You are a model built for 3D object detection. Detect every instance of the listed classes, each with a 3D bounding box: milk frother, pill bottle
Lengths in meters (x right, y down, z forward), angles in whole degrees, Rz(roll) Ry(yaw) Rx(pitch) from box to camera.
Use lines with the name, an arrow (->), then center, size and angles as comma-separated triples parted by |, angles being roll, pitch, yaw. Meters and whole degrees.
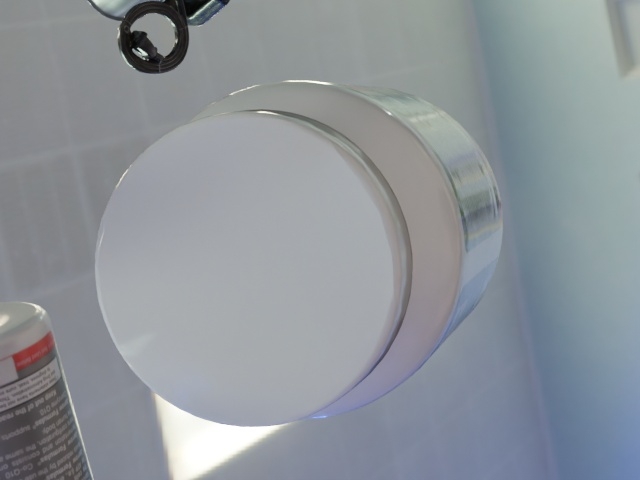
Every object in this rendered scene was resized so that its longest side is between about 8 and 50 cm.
milk frother -> -0.164, -0.218, 1.266 | 0.129, 0.135, 0.143 | 48, -113, -14
pill bottle -> -0.283, 0.210, 1.233 | 0.161, 0.161, 0.283 | -32, -67, -57
pill bottle -> 0.000, 0.000, 0.922 | 0.363, 0.210, 0.210 | -19, -81, -76
